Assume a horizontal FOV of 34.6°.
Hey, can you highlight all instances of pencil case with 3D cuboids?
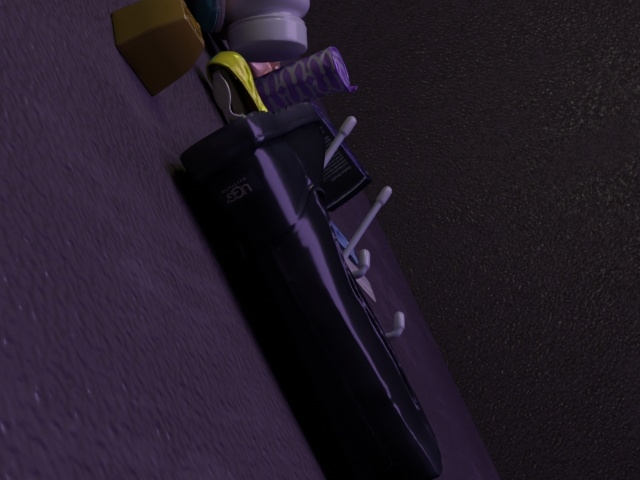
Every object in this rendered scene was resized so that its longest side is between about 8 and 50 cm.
[{"bbox_3d":[-0.048,-0.261,1.778,0.088,0.206,0.086,64,20,-15],"label":"pencil case"}]

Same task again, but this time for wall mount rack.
[{"bbox_3d":[0.046,-0.009,1.660,0.350,0.130,0.304,58,20,-52],"label":"wall mount rack"}]

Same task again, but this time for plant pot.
[{"bbox_3d":[-0.182,-0.235,1.188,0.081,0.083,0.081,55,11,-42],"label":"plant pot"}]

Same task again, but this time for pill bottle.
[{"bbox_3d":[-0.103,-0.464,1.785,0.161,0.161,0.283,22,62,-79],"label":"pill bottle"}]

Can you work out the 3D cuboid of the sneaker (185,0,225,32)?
[{"bbox_3d":[-0.235,-0.487,1.692,0.108,0.121,0.302,-138,-143,-65],"label":"sneaker"}]

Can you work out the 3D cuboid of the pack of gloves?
[{"bbox_3d":[0.000,0.000,1.860,0.232,0.046,0.195,47,13,-28],"label":"pack of gloves"}]

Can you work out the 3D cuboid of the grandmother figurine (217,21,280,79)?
[{"bbox_3d":[-0.177,-0.443,1.902,0.342,0.104,0.208,61,1,-33],"label":"grandmother figurine"}]

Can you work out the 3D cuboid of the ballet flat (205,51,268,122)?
[{"bbox_3d":[-0.113,-0.180,1.567,0.077,0.077,0.231,-27,92,-62],"label":"ballet flat"}]

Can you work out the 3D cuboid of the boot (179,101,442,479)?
[{"bbox_3d":[0.016,0.060,1.264,0.445,0.146,0.367,59,17,-2],"label":"boot"}]

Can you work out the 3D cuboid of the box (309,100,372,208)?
[{"bbox_3d":[-0.008,-0.163,1.931,0.207,0.108,0.153,53,7,2],"label":"box"}]
